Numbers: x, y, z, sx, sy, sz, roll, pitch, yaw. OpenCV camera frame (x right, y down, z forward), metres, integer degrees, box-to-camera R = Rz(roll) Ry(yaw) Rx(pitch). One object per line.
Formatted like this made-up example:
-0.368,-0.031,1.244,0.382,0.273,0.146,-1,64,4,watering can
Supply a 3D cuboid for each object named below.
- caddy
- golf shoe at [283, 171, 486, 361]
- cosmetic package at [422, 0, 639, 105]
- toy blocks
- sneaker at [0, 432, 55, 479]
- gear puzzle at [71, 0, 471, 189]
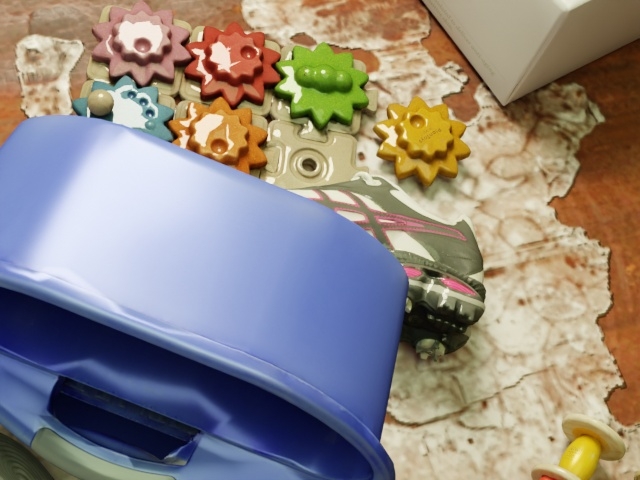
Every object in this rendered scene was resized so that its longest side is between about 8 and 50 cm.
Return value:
-0.107,0.076,0.668,0.341,0.241,0.179,22,57,-1,caddy
0.000,0.000,0.812,0.273,0.105,0.120,21,52,-11,golf shoe
0.276,-0.301,0.970,0.366,0.155,0.197,-26,73,-21,cosmetic package
0.199,0.221,0.768,0.123,0.054,0.148,37,64,6,toy blocks
-0.282,0.173,0.675,0.305,0.114,0.152,36,88,2,sneaker
-0.034,-0.105,0.872,0.339,0.044,0.175,11,64,-7,gear puzzle
